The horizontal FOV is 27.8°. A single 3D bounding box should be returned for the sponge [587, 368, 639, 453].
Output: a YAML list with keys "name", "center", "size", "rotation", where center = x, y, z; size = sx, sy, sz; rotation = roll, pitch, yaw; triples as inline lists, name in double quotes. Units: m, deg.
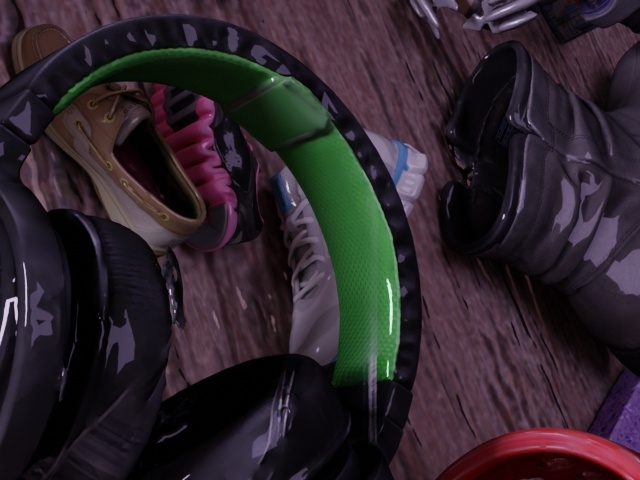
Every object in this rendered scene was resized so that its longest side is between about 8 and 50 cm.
- name: "sponge"
  center: [0.270, 0.202, 0.950]
  size: [0.210, 0.031, 0.117]
  rotation: [58, 40, -8]

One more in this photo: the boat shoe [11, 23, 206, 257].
- name: "boat shoe"
  center: [-0.104, -0.057, 0.660]
  size: [0.135, 0.045, 0.050]
  rotation: [55, 40, -12]

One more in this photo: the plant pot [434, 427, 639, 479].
- name: "plant pot"
  center: [0.154, 0.212, 0.703]
  size: [0.174, 0.191, 0.191]
  rotation: [29, 51, -47]

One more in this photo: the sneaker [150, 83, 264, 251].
- name: "sneaker"
  center: [-0.057, -0.051, 0.715]
  size: [0.057, 0.047, 0.119]
  rotation: [4, 75, -54]

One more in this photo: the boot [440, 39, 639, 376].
- name: "boot"
  center: [0.206, -0.085, 0.971]
  size: [0.223, 0.118, 0.338]
  rotation: [36, 43, -24]

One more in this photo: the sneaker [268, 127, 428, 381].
- name: "sneaker"
  center: [0.000, 0.000, 0.740]
  size: [0.083, 0.071, 0.190]
  rotation: [33, 44, -17]

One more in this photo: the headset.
- name: "headset"
  center: [-0.062, 0.076, 0.527]
  size: [0.243, 0.185, 0.394]
  rotation: [39, 57, -28]

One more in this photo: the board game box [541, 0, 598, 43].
- name: "board game box"
  center: [0.193, -0.301, 1.103]
  size: [0.194, 0.060, 0.194]
  rotation: [47, 43, -21]

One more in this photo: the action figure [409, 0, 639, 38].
- name: "action figure"
  center: [0.150, -0.230, 0.958]
  size: [0.285, 0.099, 0.185]
  rotation: [-1, 74, -28]
